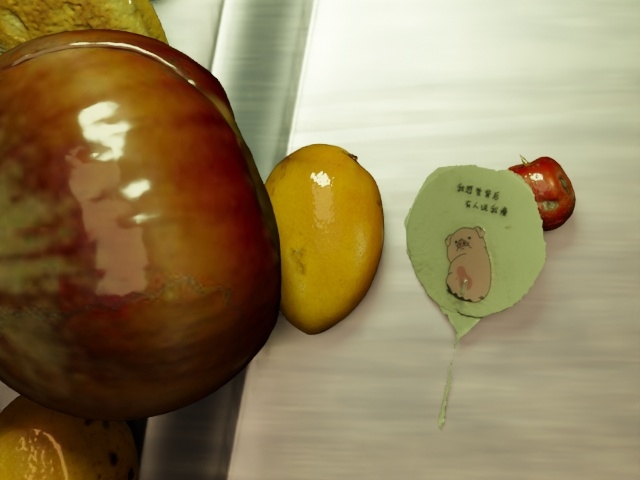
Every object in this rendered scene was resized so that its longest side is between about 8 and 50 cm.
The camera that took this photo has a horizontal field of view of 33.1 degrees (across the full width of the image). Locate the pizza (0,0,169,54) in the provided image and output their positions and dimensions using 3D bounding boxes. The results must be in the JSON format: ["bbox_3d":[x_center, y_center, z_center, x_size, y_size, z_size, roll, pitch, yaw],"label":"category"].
[{"bbox_3d":[-0.285,-0.275,1.222,0.268,0.258,0.087,12,43,5],"label":"pizza"}]

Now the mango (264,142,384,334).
[{"bbox_3d":[0.000,0.000,1.226,0.145,0.112,0.219,3,99,6],"label":"mango"}]

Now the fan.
[{"bbox_3d":[0.160,0.068,1.221,0.182,0.010,0.310,13,100,35],"label":"fan"}]

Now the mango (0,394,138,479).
[{"bbox_3d":[-0.287,0.301,1.190,0.160,0.191,0.290,0,82,13],"label":"mango"}]

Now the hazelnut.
[{"bbox_3d":[-0.216,-0.019,1.105,0.359,0.359,0.409,-28,86,3],"label":"hazelnut"}]

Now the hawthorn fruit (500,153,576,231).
[{"bbox_3d":[0.242,-0.055,1.211,0.093,0.093,0.093,0,87,6],"label":"hawthorn fruit"}]
